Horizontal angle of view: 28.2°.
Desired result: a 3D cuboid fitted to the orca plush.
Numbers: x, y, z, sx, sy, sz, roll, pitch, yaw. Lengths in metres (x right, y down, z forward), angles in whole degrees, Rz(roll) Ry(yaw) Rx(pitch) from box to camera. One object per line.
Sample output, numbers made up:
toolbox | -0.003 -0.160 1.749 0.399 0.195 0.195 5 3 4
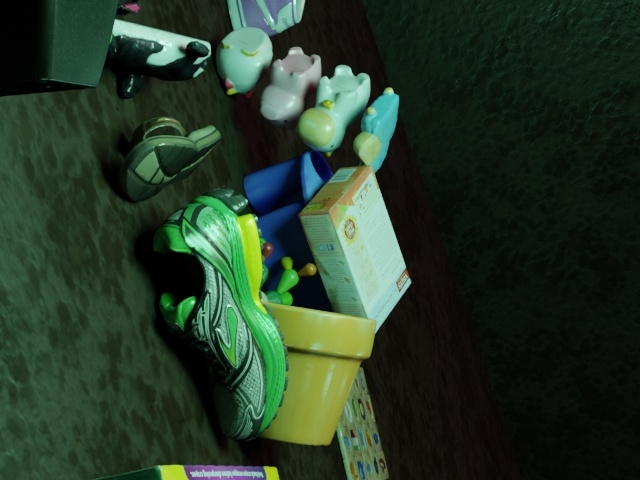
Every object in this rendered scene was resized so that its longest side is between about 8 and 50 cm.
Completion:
orca plush | -0.236 -0.233 1.702 0.287 0.151 0.102 -29 134 -79

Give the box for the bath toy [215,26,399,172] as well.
bath toy | -0.037 -0.237 2.149 0.151 0.348 0.129 -41 149 -35

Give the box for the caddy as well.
caddy | 0.000 0.000 2.199 0.341 0.179 0.241 59 20 -47

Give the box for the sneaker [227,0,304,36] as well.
sneaker | -0.106 -0.520 2.395 0.102 0.161 0.282 10 64 -73

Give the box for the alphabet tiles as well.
alphabet tiles | 0.069 0.352 2.432 0.285 0.011 0.342 20 55 -74

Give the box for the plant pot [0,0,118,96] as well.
plant pot | -0.309 -0.232 1.274 0.188 0.188 0.167 -9 96 -76

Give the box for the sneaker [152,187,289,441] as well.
sneaker | -0.147 0.112 1.686 0.146 0.134 0.343 -26 110 -39

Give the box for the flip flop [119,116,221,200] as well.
flip flop | -0.209 -0.124 1.704 0.080 0.112 0.277 48 18 0

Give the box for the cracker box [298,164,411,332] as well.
cracker box | 0.058 0.016 2.064 0.155 0.067 0.232 -50 127 -47

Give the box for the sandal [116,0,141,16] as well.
sandal | -0.276 -0.319 1.723 0.179 0.067 0.040 -51 133 -64

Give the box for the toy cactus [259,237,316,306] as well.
toy cactus | -0.078 0.101 1.980 0.180 0.112 0.219 1 82 -65

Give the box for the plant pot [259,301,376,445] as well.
plant pot | -0.034 0.191 1.830 0.205 0.205 0.187 17 81 -74

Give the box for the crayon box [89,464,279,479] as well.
crayon box | -0.122 0.415 1.422 0.363 0.106 0.313 31 47 -70
